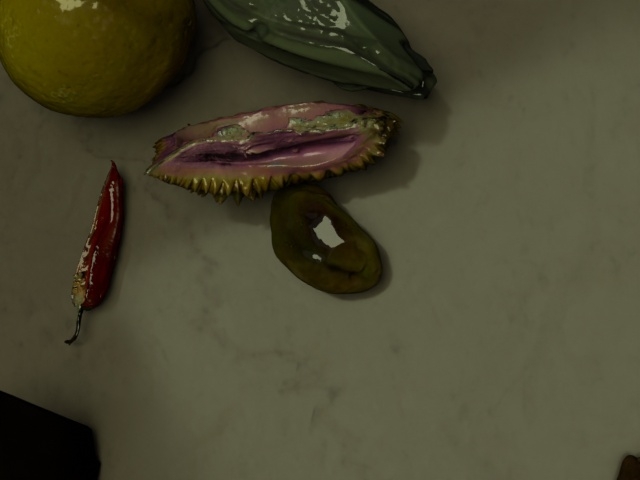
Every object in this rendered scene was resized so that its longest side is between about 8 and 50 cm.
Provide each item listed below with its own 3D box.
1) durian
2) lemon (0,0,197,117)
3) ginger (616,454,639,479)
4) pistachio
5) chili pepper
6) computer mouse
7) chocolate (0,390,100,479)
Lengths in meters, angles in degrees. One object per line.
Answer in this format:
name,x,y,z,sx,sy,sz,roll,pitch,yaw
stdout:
durian,-0.057,-0.117,1.626,0.341,0.191,0.112,-11,102,0
lemon,-0.307,-0.300,1.648,0.293,0.293,0.293,-2,81,13
ginger,0.491,0.449,1.405,0.254,0.176,0.418,-9,74,17
pistachio,-0.004,0.001,1.620,0.110,0.100,0.189,-43,76,0
chili pepper,-0.313,0.019,1.718,0.050,0.059,0.268,17,81,-24
computer mouse,-0.040,-0.303,1.616,0.429,0.228,0.145,39,102,17
chocolate,-0.499,0.362,1.578,0.297,0.314,0.326,2,72,24
